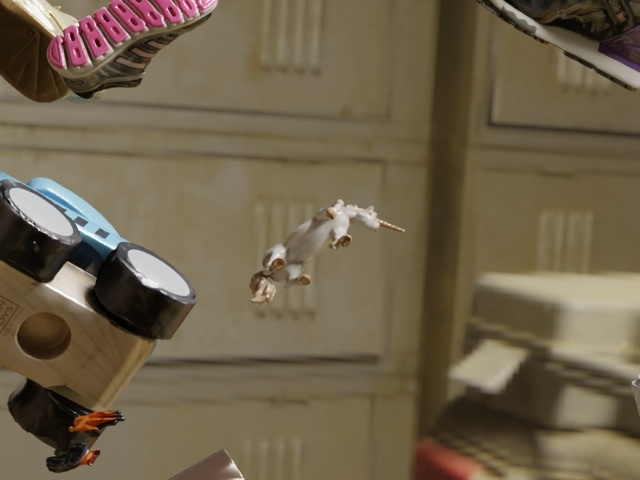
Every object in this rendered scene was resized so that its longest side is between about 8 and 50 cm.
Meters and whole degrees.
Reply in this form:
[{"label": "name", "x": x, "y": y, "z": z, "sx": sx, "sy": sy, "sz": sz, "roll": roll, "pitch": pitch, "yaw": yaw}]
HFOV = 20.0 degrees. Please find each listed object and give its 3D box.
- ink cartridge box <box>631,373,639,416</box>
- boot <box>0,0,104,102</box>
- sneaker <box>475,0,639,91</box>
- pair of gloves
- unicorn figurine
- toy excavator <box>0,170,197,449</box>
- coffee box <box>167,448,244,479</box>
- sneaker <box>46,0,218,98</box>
[{"label": "ink cartridge box", "x": 0.343, "y": 0.171, "z": 1.560, "sx": 0.109, "sy": 0.150, "sz": 0.063, "roll": -23, "pitch": 16, "yaw": -20}, {"label": "boot", "x": -0.347, "y": -0.255, "z": 2.012, "sx": 0.262, "sy": 0.095, "sz": 0.203, "roll": 45, "pitch": 6, "yaw": 2}, {"label": "sneaker", "x": 0.237, "y": -0.252, "z": 1.752, "sx": 0.283, "sy": 0.124, "sz": 0.107, "roll": 20, "pitch": 18, "yaw": -41}, {"label": "pair of gloves", "x": -0.234, "y": 0.199, "z": 1.807, "sx": 0.074, "sy": 0.010, "sz": 0.083, "roll": -12, "pitch": 33, "yaw": 40}, {"label": "unicorn figurine", "x": 0.000, "y": 0.000, "z": 1.655, "sx": 0.162, "sy": 0.060, "sz": 0.111, "roll": -23, "pitch": 6, "yaw": -4}, {"label": "toy excavator", "x": -0.381, "y": -0.015, "z": 2.039, "sx": 0.433, "sy": 0.222, "sz": 0.445, "roll": 30, "pitch": 14, "yaw": -21}, {"label": "coffee box", "x": -0.132, "y": 0.308, "z": 1.534, "sx": 0.168, "sy": 0.119, "sz": 0.297, "roll": -27, "pitch": -19, "yaw": -20}, {"label": "sneaker", "x": -0.171, "y": -0.184, "z": 1.671, "sx": 0.170, "sy": 0.063, "sz": 0.075, "roll": -31, "pitch": -26, "yaw": -17}]
